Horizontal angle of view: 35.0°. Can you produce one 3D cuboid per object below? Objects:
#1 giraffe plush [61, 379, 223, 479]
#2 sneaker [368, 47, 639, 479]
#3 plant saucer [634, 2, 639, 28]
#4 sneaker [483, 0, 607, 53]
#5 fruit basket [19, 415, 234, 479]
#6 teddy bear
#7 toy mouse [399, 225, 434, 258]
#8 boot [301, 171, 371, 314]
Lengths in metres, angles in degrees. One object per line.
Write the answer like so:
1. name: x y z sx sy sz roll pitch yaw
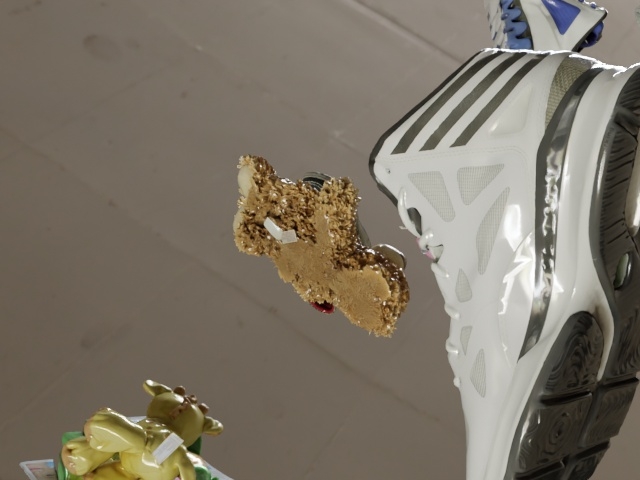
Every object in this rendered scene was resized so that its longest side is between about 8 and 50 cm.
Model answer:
1. giraffe plush: -0.242 0.287 1.475 0.181 0.210 0.170 58 -155 -11
2. sneaker: 0.163 0.038 0.951 0.169 0.448 0.257 -4 -160 -44
3. plant saucer: 0.619 -0.321 1.688 0.400 0.100 0.400 54 -164 -23
4. sneaker: 0.379 -0.391 1.708 0.182 0.127 0.316 0 -108 -5
5. fruit basket: -0.265 0.387 1.599 0.327 0.353 0.165 3 -89 -33
6. teddy bear: 0.000 0.000 1.478 0.338 0.245 0.113 20 -145 36
7. toy mouse: 0.207 -0.013 1.770 0.143 0.161 0.031 4 -142 -21
8. boot: 0.007 0.006 1.921 0.236 0.085 0.179 59 -135 -36
